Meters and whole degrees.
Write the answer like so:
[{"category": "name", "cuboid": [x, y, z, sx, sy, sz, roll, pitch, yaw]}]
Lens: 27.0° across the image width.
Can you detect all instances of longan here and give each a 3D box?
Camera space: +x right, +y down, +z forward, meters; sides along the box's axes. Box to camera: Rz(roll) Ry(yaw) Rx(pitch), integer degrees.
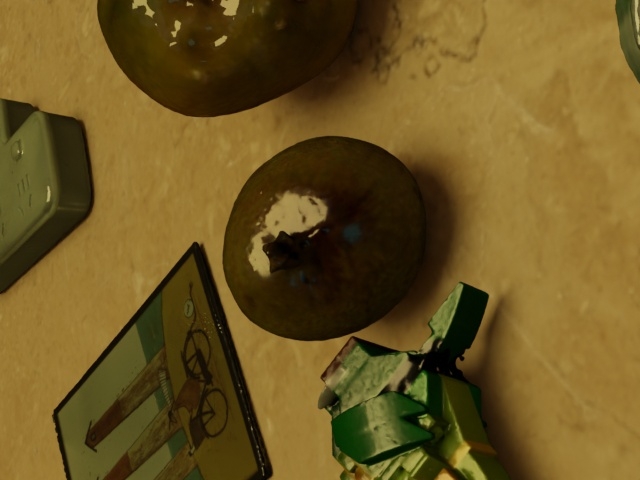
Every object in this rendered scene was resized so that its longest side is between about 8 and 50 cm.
[{"category": "longan", "cuboid": [0.000, 0.000, 0.968, 0.145, 0.176, 0.154, 14, 98, 14]}]

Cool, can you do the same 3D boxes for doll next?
[{"category": "doll", "cuboid": [0.074, 0.140, 0.901, 0.134, 0.106, 0.186, -27, 62, 25]}]

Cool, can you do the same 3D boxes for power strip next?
[{"category": "power strip", "cuboid": [-0.354, -0.067, 1.525, 0.265, 0.059, 0.193, -36, 58, 45]}]

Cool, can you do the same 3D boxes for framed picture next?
[{"category": "framed picture", "cuboid": [-0.165, 0.191, 1.282, 0.324, 0.013, 0.244, -46, 50, 37]}]

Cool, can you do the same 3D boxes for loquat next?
[{"category": "loquat", "cuboid": [-0.074, -0.205, 1.077, 0.246, 0.213, 0.213, -69, -4, -77]}]

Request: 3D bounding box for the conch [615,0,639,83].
[{"category": "conch", "cuboid": [0.230, -0.142, 0.665, 0.277, 0.220, 0.195, 19, -102, -88]}]
